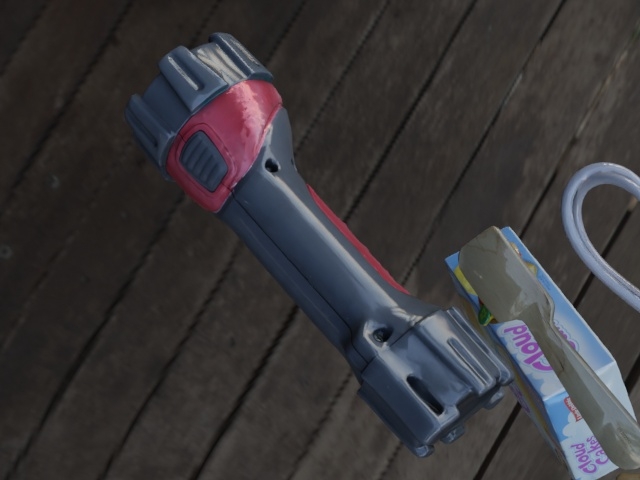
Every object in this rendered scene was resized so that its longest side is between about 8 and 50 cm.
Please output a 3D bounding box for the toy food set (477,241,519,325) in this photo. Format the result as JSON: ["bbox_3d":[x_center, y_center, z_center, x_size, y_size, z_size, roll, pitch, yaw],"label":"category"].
[{"bbox_3d":[0.191,0.049,1.522,0.020,0.083,0.082,17,44,-23],"label":"toy food set"}]

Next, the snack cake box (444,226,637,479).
[{"bbox_3d":[0.244,0.123,1.583,0.089,0.152,0.264,-27,38,-3],"label":"snack cake box"}]

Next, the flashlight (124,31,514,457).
[{"bbox_3d":[0.000,0.000,0.934,0.103,0.103,0.304,-39,73,-13],"label":"flashlight"}]

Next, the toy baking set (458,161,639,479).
[{"bbox_3d":[0.199,0.053,0.702,0.256,0.030,0.197,-4,104,28],"label":"toy baking set"}]
